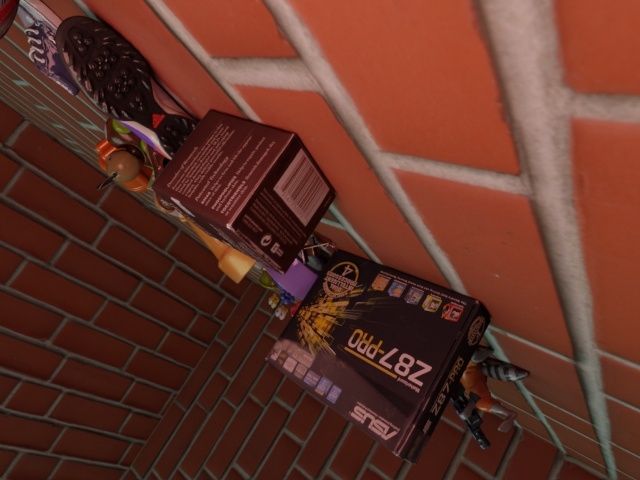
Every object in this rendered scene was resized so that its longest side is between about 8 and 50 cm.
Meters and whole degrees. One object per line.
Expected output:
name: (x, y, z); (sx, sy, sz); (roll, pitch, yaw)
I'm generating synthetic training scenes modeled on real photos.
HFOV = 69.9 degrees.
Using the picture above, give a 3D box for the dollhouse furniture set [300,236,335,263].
dollhouse furniture set: (0.000, 0.000, 1.130); (0.081, 0.091, 0.114); (-13, 180, 13)

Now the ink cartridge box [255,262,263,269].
ink cartridge box: (-0.274, -0.060, 1.310); (0.207, 0.119, 0.353); (28, 167, 21)

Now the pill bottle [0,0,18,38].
pill bottle: (-0.447, -0.319, 0.481); (0.229, 0.229, 0.407); (41, 165, -34)

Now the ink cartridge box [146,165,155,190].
ink cartridge box: (-0.426, -0.152, 1.333); (0.108, 0.062, 0.209); (21, 178, 8)

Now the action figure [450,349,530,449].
action figure: (0.441, 0.414, 1.278); (0.341, 0.178, 0.330); (58, 172, 0)

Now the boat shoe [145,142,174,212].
boat shoe: (-0.310, -0.162, 0.944); (0.073, 0.207, 0.073); (0, 157, -42)

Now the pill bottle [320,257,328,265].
pill bottle: (-0.024, 0.106, 1.331); (0.216, 0.121, 0.121); (25, 166, 27)

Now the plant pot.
plant pot: (-0.177, -0.048, 0.947); (0.188, 0.205, 0.205); (40, 167, -4)

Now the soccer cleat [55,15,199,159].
soccer cleat: (-0.314, -0.236, 0.777); (0.116, 0.109, 0.318); (28, 170, 38)

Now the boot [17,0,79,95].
boot: (-0.480, -0.345, 0.792); (0.069, 0.086, 0.190); (19, 162, 47)

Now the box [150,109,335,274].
box: (-0.120, -0.079, 0.743); (0.203, 0.167, 0.168); (24, 165, 35)

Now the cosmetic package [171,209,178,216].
cosmetic package: (-0.405, -0.087, 1.342); (0.060, 0.041, 0.115); (20, 178, 17)

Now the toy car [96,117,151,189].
toy car: (-0.509, -0.207, 1.156); (0.149, 0.188, 0.155); (38, 166, -24)

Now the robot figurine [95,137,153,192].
robot figurine: (-0.578, -0.230, 1.390); (0.157, 0.128, 0.219); (5, 157, 18)

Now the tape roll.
tape roll: (-0.066, 0.060, 1.185); (0.189, 0.080, 0.189); (43, -169, -11)

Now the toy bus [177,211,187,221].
toy bus: (-0.244, -0.108, 1.082); (0.202, 0.191, 0.104); (38, -150, -20)

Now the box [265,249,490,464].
box: (0.106, 0.214, 0.976); (0.394, 0.318, 0.097); (21, 164, 44)

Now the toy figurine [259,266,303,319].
toy figurine: (-0.116, 0.087, 1.561); (0.362, 0.191, 0.217); (-140, 34, -64)
